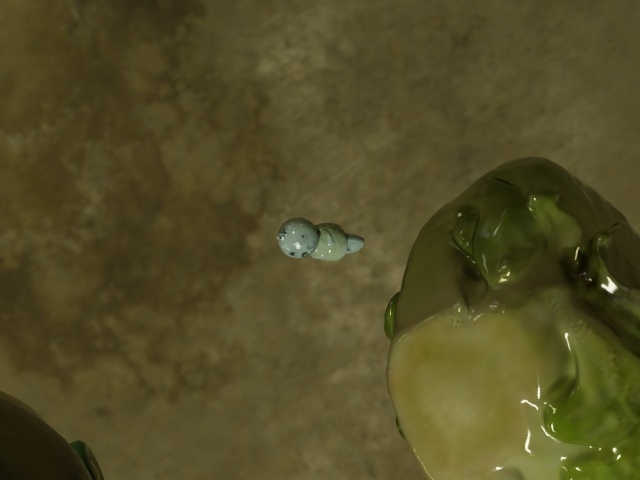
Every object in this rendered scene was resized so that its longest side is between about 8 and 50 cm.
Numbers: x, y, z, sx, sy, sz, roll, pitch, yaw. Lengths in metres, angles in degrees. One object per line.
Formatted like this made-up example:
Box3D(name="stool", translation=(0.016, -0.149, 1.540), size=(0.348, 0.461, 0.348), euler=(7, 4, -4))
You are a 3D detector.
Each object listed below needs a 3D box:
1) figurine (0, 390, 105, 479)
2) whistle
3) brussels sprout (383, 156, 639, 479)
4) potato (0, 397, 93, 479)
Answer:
Box3D(name="figurine", translation=(-0.221, 0.229, 1.051), size=(0.324, 0.124, 0.222), euler=(73, 175, -53))
Box3D(name="whistle", translation=(0.000, 0.000, 1.224), size=(0.035, 0.100, 0.035), euler=(-6, 82, 43))
Box3D(name="brussels sprout", translation=(0.178, 0.097, 1.137), size=(0.247, 0.328, 0.328), euler=(-37, 91, 24))
Box3D(name="potato", translation=(-0.226, 0.177, 0.681), size=(0.218, 0.351, 0.202), euler=(38, 99, -10))
